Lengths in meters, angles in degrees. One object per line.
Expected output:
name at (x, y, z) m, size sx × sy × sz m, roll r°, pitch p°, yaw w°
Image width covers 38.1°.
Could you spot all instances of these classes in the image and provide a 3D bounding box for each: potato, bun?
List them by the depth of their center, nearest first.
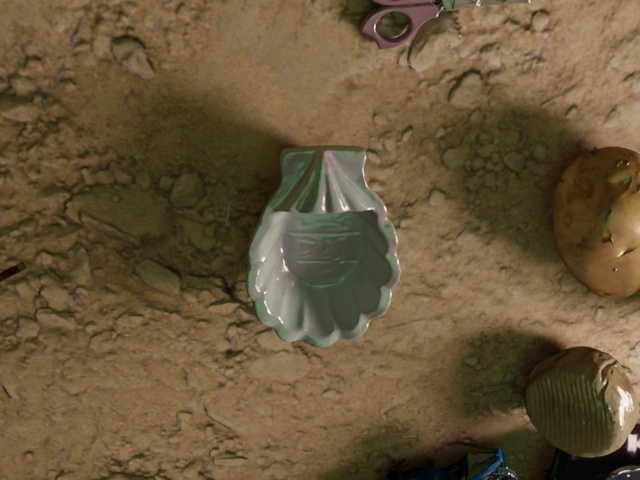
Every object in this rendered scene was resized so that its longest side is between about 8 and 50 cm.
potato at (0.384, -0.015, 1.232) m, size 0.161 × 0.128 × 0.235 m, roll 1°, pitch 128°, yaw -6°
bun at (0.401, 0.234, 1.403) m, size 0.166 × 0.113 × 0.173 m, roll 34°, pitch 132°, yaw 17°

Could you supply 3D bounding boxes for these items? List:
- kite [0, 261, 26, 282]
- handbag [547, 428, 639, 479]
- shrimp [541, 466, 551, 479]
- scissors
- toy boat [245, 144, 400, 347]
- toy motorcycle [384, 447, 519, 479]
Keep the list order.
kite at (-0.526, 0.074, 1.200) m, size 0.310 × 0.015 × 0.169 m, roll -23°, pitch 124°, yaw 8°
handbag at (0.506, 0.466, 1.540) m, size 0.303 × 0.122 × 0.329 m, roll 1°, pitch 118°, yaw -21°
shrimp at (0.431, 0.449, 1.597) m, size 0.147 × 0.035 × 0.195 m, roll 0°, pitch 122°, yaw -11°
scissors at (0.150, -0.279, 1.083) m, size 0.212 × 0.021 × 0.110 m, roll -4°, pitch 125°, yaw -7°
toy boat at (0.000, 0.000, 1.191) m, size 0.199 × 0.100 × 0.290 m, roll -3°, pitch 124°, yaw -9°
toy motorcycle at (0.191, 0.391, 1.478) m, size 0.254 × 0.092 × 0.135 m, roll -25°, pitch 131°, yaw 28°
